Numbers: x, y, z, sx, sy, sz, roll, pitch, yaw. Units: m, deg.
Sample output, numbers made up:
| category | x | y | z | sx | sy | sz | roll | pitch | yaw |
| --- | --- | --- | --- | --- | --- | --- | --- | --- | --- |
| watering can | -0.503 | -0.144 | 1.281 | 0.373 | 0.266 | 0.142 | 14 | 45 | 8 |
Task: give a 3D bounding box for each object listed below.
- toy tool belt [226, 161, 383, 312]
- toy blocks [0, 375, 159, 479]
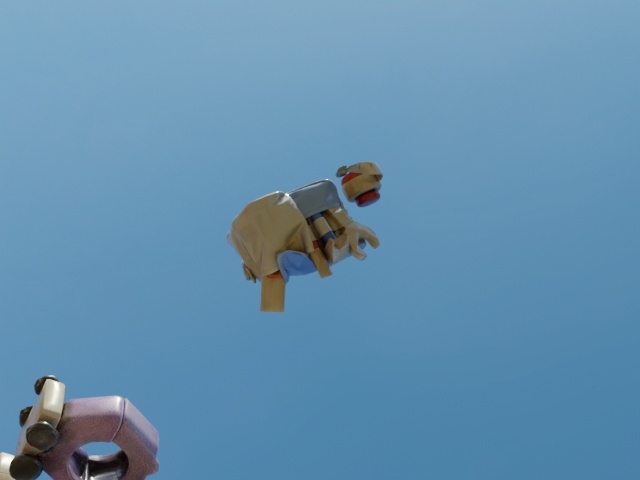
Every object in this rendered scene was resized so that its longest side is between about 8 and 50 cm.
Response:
| category | x | y | z | sx | sy | sz | roll | pitch | yaw |
| --- | --- | --- | --- | --- | --- | --- | --- | --- | --- |
| toy tool belt | 0.000 | 0.000 | 0.431 | 0.083 | 0.052 | 0.051 | -22 | -102 | -19 |
| toy blocks | -0.132 | 0.317 | 0.611 | 0.260 | 0.309 | 0.288 | 23 | -69 | -21 |
